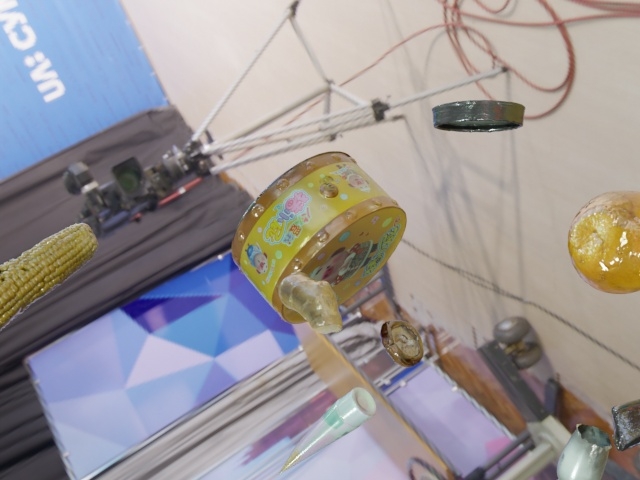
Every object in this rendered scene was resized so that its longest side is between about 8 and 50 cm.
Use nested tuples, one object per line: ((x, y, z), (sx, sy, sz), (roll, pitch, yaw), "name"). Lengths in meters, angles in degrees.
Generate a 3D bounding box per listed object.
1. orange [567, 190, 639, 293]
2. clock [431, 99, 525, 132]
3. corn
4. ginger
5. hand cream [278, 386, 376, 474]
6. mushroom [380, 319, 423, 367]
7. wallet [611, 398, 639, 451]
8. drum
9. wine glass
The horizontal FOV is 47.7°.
((0.229, 0.001, 0.548), (0.083, 0.070, 0.083), (-170, 90, -67), "orange")
((0.315, -0.245, 1.446), (0.184, 0.185, 0.040), (-178, 89, -70), "clock")
((-0.530, 0.075, 1.285), (0.097, 0.320, 0.097), (27, 140, 26), "corn")
((-0.020, 0.121, 1.452), (0.190, 0.069, 0.095), (29, 130, 43), "ginger")
((0.006, 0.276, 1.045), (0.047, 0.076, 0.174), (46, 119, 0), "hand cream")
((0.186, 0.240, 1.684), (0.123, 0.123, 0.052), (53, 130, 17), "mushroom")
((1.002, 0.548, 2.212), (0.044, 0.250, 0.149), (-140, 39, -77), "wallet")
((0.000, 0.000, 1.836), (0.214, 0.431, 0.431), (47, 160, 24), "drum")
((0.679, 0.586, 1.886), (0.111, 0.111, 0.204), (39, 122, 47), "wine glass")
